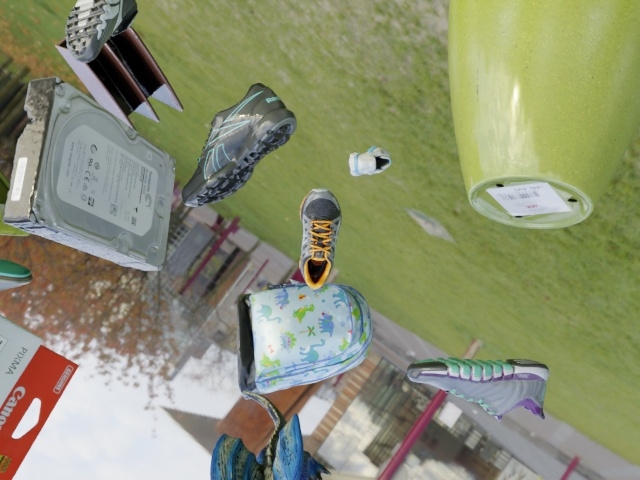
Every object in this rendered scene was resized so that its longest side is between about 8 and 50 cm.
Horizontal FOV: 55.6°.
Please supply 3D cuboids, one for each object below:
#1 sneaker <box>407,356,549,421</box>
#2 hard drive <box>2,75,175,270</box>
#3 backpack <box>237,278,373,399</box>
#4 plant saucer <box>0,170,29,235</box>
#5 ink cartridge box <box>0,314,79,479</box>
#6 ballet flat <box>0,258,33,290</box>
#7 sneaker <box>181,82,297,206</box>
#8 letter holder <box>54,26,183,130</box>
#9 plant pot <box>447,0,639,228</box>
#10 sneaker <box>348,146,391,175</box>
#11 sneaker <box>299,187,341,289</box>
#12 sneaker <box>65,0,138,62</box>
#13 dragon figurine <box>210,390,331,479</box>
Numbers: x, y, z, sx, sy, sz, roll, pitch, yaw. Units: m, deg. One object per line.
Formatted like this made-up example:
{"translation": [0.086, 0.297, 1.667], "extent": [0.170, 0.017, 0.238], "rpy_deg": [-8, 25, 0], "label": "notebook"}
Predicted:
{"translation": [0.250, 0.239, 0.960], "extent": [0.224, 0.098, 0.083], "rpy_deg": [1, 178, 2], "label": "sneaker"}
{"translation": [-0.372, -0.095, 1.044], "extent": [0.064, 0.236, 0.339], "rpy_deg": [-2, 164, 18], "label": "hard drive"}
{"translation": [-0.039, 0.238, 1.570], "extent": [0.356, 0.289, 0.273], "rpy_deg": [-2, 152, -4], "label": "backpack"}
{"translation": [-0.564, -0.094, 0.972], "extent": [0.188, 0.045, 0.188], "rpy_deg": [50, -172, 8], "label": "plant saucer"}
{"translation": [-0.597, 0.297, 1.108], "extent": [0.060, 0.275, 0.239], "rpy_deg": [-6, 141, 44], "label": "ink cartridge box"}
{"translation": [-0.522, 0.046, 0.865], "extent": [0.213, 0.068, 0.072], "rpy_deg": [17, -168, -7], "label": "ballet flat"}
{"translation": [-0.157, -0.162, 1.073], "extent": [0.106, 0.267, 0.101], "rpy_deg": [56, -158, 14], "label": "sneaker"}
{"translation": [-0.551, -0.454, 1.710], "extent": [0.215, 0.152, 0.301], "rpy_deg": [28, 158, 34], "label": "letter holder"}
{"translation": [0.269, -0.173, 0.736], "extent": [0.275, 0.293, 0.274], "rpy_deg": [14, 161, 5], "label": "plant pot"}
{"translation": [0.146, -0.197, 1.530], "extent": [0.083, 0.071, 0.191], "rpy_deg": [2, -163, 29], "label": "sneaker"}
{"translation": [0.000, 0.000, 1.202], "extent": [0.084, 0.214, 0.083], "rpy_deg": [1, -153, -2], "label": "sneaker"}
{"translation": [-0.355, -0.379, 1.019], "extent": [0.078, 0.234, 0.106], "rpy_deg": [-9, 152, 21], "label": "sneaker"}
{"translation": [-0.045, 0.219, 0.556], "extent": [0.289, 0.085, 0.144], "rpy_deg": [-101, -8, -50], "label": "dragon figurine"}
